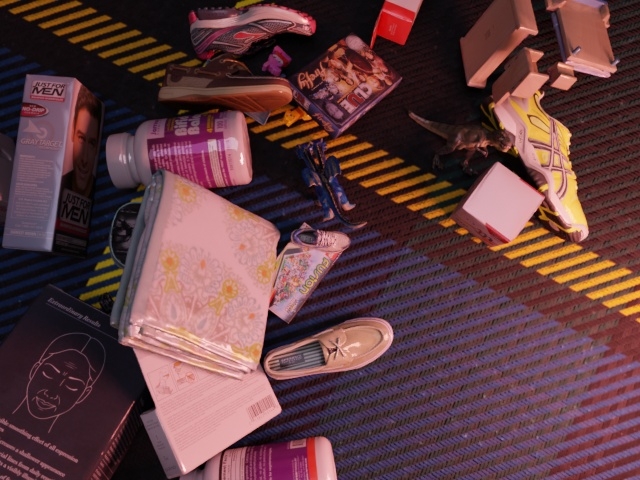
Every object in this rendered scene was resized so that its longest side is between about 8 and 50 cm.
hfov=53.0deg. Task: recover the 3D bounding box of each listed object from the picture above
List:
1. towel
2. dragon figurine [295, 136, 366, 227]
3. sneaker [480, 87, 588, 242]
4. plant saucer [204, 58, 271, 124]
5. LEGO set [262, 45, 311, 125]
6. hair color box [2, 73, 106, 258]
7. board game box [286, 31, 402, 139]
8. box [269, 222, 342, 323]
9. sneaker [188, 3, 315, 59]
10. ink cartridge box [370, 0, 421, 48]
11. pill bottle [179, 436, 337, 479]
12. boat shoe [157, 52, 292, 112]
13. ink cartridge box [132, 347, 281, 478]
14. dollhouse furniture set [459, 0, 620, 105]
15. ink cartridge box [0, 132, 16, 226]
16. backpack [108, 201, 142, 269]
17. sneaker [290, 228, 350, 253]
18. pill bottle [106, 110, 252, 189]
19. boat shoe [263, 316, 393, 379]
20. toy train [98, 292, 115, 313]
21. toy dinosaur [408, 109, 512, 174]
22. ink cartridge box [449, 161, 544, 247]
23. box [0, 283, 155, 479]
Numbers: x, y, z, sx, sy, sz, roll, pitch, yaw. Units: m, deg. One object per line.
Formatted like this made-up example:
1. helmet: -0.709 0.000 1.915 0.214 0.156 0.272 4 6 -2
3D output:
1. towel: -0.244 0.074 1.326 0.320 0.090 0.375 30 55 -37
2. dragon figurine: 0.011 -0.128 1.415 0.085 0.289 0.144 -23 122 1
3. sneaker: 0.510 -0.179 1.441 0.147 0.145 0.385 -27 86 -1
4. plant saucer: -0.196 -0.351 1.517 0.192 0.018 0.067 33 120 3
5. LEGO set: -0.060 -0.326 1.483 0.227 0.087 0.093 44 59 5
6. hair color box: -0.586 -0.156 1.432 0.113 0.185 0.375 5 84 2
7. board game box: 0.054 -0.357 1.463 0.165 0.042 0.243 43 60 4
8. box: -0.055 0.074 1.476 0.114 0.036 0.207 36 86 4
9. sneaker: -0.156 -0.486 1.501 0.299 0.121 0.112 0 103 13
10. ink cartridge box: 0.193 -0.551 1.487 0.078 0.134 0.231 23 86 2
11. pill bottle: -0.126 0.528 1.359 0.322 0.181 0.182 -9 84 0
12. boat shoe: -0.215 -0.361 1.436 0.341 0.123 0.123 5 86 30
13. ink cartridge box: -0.242 0.303 1.341 0.066 0.296 0.261 -28 84 37
14. dollhouse furniture set: 0.511 -0.396 1.448 0.303 0.198 0.287 7 64 -19
15. ink cartridge box: -0.821 -0.116 1.426 0.270 0.198 0.197 -22 84 -1
16. backpack: -0.375 -0.004 1.426 0.188 0.144 0.166 6 86 -26
17. sneaker: 0.000 0.000 1.435 0.135 0.058 0.052 4 84 0
18. pill bottle: -0.313 -0.193 1.441 0.301 0.169 0.169 -7 84 0
19. boat shoe: 0.019 0.250 1.428 0.302 0.094 0.109 -18 84 -1
20. toy train: -0.458 0.189 1.476 0.036 0.027 0.158 -39 85 1
21. toy dinosaur: 0.314 -0.217 1.471 0.268 0.064 0.118 20 116 34
22. ink cartridge box: 0.383 -0.073 1.416 0.128 0.176 0.127 37 88 5
23. box: -0.528 0.344 1.301 0.293 0.212 0.396 27 61 4
